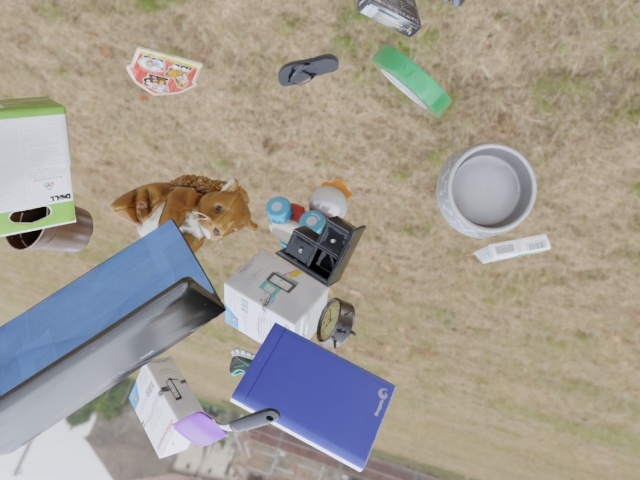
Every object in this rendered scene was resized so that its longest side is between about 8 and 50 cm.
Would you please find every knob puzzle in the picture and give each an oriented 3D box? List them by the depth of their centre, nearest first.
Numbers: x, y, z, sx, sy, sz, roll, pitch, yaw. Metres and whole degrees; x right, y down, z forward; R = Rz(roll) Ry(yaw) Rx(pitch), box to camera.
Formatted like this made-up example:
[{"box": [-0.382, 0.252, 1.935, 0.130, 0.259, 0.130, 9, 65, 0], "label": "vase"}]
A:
[{"box": [-0.430, -0.441, 1.587, 0.213, 0.030, 0.213, -2, 160, -1], "label": "knob puzzle"}]

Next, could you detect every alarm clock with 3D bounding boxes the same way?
[{"box": [0.038, 0.218, 1.583, 0.064, 0.129, 0.192, 23, -177, -22], "label": "alarm clock"}]

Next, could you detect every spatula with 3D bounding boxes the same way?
[{"box": [-0.172, 0.346, 1.092, 0.296, 0.030, 0.084, -25, 116, 43], "label": "spatula"}]

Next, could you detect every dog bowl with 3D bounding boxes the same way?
[{"box": [0.582, -0.178, 2.023, 0.349, 0.348, 0.102, 19, 179, 0], "label": "dog bowl"}]

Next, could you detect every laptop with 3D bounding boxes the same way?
[{"box": [-0.367, 0.109, 0.856, 0.236, 0.382, 0.408, 54, 172, 11], "label": "laptop"}]

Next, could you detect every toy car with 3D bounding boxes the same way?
[{"box": [-0.012, -0.087, 1.677, 0.210, 0.238, 0.219, 23, 158, 21], "label": "toy car"}]

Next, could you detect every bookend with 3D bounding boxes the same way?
[{"box": [0.000, 0.000, 1.377, 0.156, 0.157, 0.072, 32, -159, 16], "label": "bookend"}]

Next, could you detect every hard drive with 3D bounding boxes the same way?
[{"box": [-0.011, 0.343, 1.310, 0.319, 0.210, 0.040, 27, 142, 5], "label": "hard drive"}]

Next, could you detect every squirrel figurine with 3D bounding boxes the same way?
[{"box": [-0.374, -0.105, 1.852, 0.371, 0.397, 0.281, -11, 116, 25], "label": "squirrel figurine"}]

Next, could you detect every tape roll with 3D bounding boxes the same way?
[{"box": [0.324, -0.569, 2.087, 0.321, 0.077, 0.321, 38, -169, -9], "label": "tape roll"}]

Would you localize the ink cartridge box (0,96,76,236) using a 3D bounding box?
[{"box": [-0.618, -0.150, 1.189, 0.189, 0.255, 0.097, -17, -147, -39], "label": "ink cartridge box"}]

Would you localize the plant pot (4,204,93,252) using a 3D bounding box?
[{"box": [-0.701, -0.041, 1.525, 0.167, 0.166, 0.165, 7, 173, 29], "label": "plant pot"}]

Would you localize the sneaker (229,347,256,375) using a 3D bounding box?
[{"box": [-0.163, 0.338, 1.523, 0.167, 0.076, 0.065, 9, 152, 16], "label": "sneaker"}]

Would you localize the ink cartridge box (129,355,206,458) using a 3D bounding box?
[{"box": [-0.396, 0.425, 1.495, 0.086, 0.148, 0.203, -2, -140, -46], "label": "ink cartridge box"}]

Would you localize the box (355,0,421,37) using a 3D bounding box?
[{"box": [0.203, -0.755, 1.813, 0.231, 0.183, 0.056, 9, 153, -38], "label": "box"}]

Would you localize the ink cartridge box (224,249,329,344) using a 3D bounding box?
[{"box": [-0.142, 0.207, 1.867, 0.270, 0.197, 0.198, 28, 137, 20], "label": "ink cartridge box"}]

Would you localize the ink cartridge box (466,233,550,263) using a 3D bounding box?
[{"box": [0.568, 0.037, 1.790, 0.181, 0.056, 0.224, -11, 169, -6], "label": "ink cartridge box"}]

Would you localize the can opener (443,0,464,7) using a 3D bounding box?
[{"box": [0.358, -0.745, 1.585, 0.074, 0.093, 0.280, 39, 172, 21], "label": "can opener"}]

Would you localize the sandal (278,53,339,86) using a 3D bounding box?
[{"box": [-0.054, -0.614, 2.125, 0.255, 0.054, 0.097, -10, 150, 33], "label": "sandal"}]
